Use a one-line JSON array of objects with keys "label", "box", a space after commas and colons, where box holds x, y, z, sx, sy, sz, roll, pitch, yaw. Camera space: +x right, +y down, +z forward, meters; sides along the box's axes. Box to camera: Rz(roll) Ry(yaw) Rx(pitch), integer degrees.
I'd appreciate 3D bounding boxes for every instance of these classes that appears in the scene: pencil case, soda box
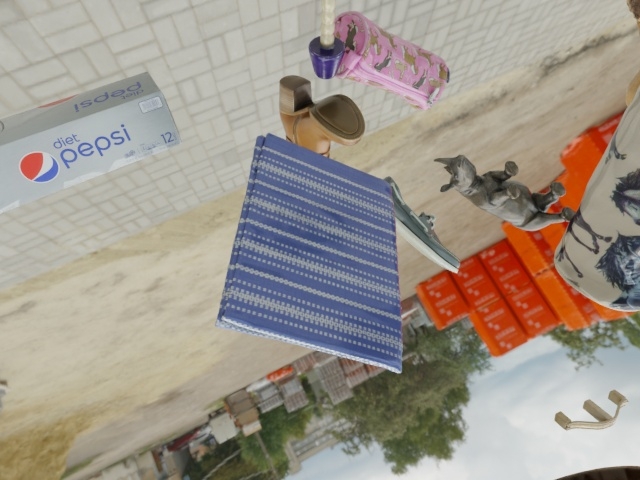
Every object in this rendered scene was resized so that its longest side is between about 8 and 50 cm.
[{"label": "pencil case", "box": [0.181, -0.466, 1.190, 0.385, 0.167, 0.160, 3, 109, -43]}, {"label": "pencil case", "box": [0.451, -0.087, 0.549, 0.159, 0.183, 0.411, -26, 139, -27]}, {"label": "soda box", "box": [-0.362, -0.147, 0.653, 0.286, 0.098, 0.091, -25, 135, -15]}]

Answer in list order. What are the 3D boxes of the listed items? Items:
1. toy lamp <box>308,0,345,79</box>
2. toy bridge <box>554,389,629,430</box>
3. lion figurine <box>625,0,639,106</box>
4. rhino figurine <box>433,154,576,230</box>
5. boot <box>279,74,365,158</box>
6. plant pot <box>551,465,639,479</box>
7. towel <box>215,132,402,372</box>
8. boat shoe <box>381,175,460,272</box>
[{"label": "toy lamp", "box": [0.014, -0.436, 0.854, 0.080, 0.080, 0.275, -24, 151, -14]}, {"label": "toy bridge", "box": [0.609, 0.379, 0.981, 0.188, 0.063, 0.026, -11, 116, -19]}, {"label": "lion figurine", "box": [0.790, -0.413, 1.016, 0.239, 0.142, 0.393, 0, 126, 10]}, {"label": "rhino figurine", "box": [0.300, -0.085, 0.767, 0.106, 0.243, 0.073, 133, -21, -71]}, {"label": "boot", "box": [-0.002, -0.236, 1.056, 0.109, 0.283, 0.220, -36, 145, -26]}, {"label": "plant pot", "box": [0.274, 0.363, 0.394, 0.215, 0.231, 0.215, -22, 160, -9]}, {"label": "towel", "box": [0.000, 0.000, 0.627, 0.243, 0.336, 0.040, 18, 139, -16]}, {"label": "boat shoe", "box": [0.260, -0.042, 1.184, 0.099, 0.319, 0.116, -49, 179, -1]}]
